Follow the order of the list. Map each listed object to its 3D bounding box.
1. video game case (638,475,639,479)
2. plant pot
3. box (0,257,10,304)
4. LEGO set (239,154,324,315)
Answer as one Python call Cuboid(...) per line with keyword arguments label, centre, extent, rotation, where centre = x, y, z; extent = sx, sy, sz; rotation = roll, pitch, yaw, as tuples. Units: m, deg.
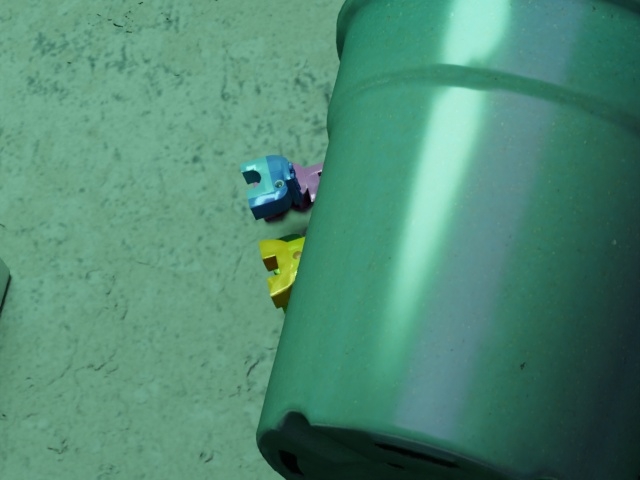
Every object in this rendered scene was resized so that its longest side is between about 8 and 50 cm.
Cuboid(label="video game case", centre=(0.264, 0.273, 1.177), extent=(0.196, 0.026, 0.274), rotation=(-19, 49, 26))
Cuboid(label="plant pot", centre=(0.125, 0.032, 1.245), extent=(0.341, 0.341, 0.334), rotation=(10, 66, 21))
Cuboid(label="box", centre=(-0.397, 0.113, 1.392), extent=(0.168, 0.215, 0.345), rotation=(0, 56, 16))
Cuboid(label="LEGO set", centre=(0.000, 0.000, 1.436), extent=(0.093, 0.087, 0.227), rotation=(-17, 55, 4))
